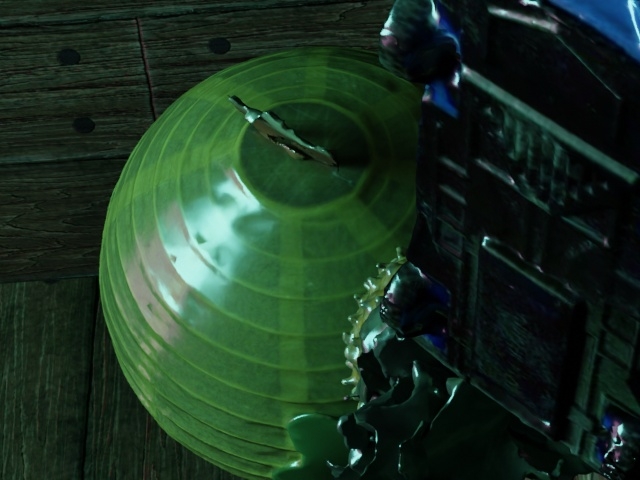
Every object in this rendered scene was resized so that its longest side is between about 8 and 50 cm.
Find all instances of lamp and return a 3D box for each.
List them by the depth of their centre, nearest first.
[{"bbox_3d":[0.000,0.000,0.963,0.284,0.250,0.250,74,-169,-59],"label":"lamp"}]

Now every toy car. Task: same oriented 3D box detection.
[{"bbox_3d":[0.072,-0.010,0.507,0.063,0.103,0.216,-43,-26,-25],"label":"toy car"}]

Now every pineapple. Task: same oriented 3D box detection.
[{"bbox_3d":[0.053,0.061,0.721,0.251,0.125,0.125,-49,-45,-81],"label":"pineapple"}]
